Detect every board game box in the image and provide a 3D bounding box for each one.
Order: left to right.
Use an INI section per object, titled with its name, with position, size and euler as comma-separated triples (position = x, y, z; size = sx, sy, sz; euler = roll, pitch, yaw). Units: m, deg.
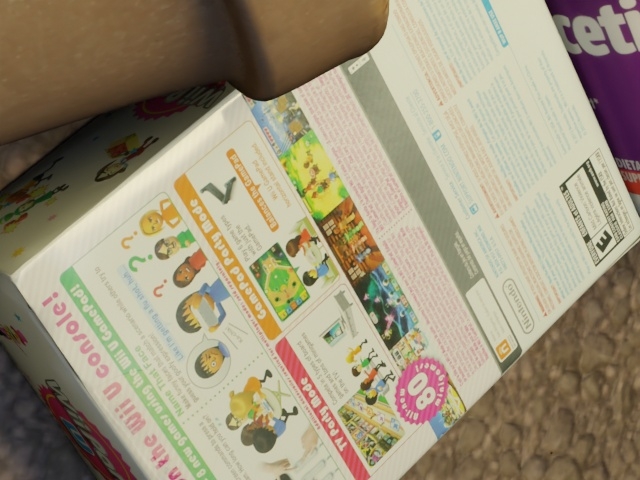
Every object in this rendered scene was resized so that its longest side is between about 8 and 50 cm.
[board game box]
position = 0.000, 0.000, 0.793
size = 0.303, 0.097, 0.224
euler = -42, 120, -22

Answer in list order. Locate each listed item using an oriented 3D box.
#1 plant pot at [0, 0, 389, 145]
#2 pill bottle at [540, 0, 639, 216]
[plant pot]
position = -0.134, -0.132, 0.594
size = 0.229, 0.263, 0.263
euler = -31, 118, -8
[pill bottle]
position = 0.176, -0.177, 0.823
size = 0.181, 0.181, 0.323
euler = -41, 120, -21
